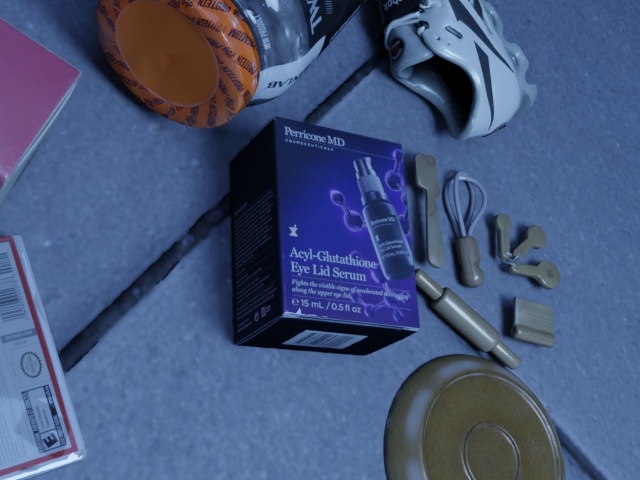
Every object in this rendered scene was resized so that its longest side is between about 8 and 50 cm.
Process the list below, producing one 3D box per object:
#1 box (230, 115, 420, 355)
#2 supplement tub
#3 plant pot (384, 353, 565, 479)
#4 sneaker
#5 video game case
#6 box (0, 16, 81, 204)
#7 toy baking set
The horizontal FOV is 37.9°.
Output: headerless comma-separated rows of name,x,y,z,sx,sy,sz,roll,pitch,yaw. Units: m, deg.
box,0.000,0.000,0.926,0.153,0.108,0.207,7,67,-28
supplement tub,-0.060,-0.277,0.946,0.207,0.207,0.338,42,55,-10
plant pot,0.174,0.231,0.981,0.236,0.032,0.236,13,63,-27
sneaker,0.122,-0.267,1.106,0.146,0.122,0.330,-35,90,-39
video game case,-0.344,0.115,0.716,0.285,0.025,0.204,-12,77,-35
box,-0.336,-0.126,0.747,0.232,0.148,0.127,33,57,-15
toy baking set,0.181,0.023,1.079,0.256,0.030,0.197,38,52,-13
